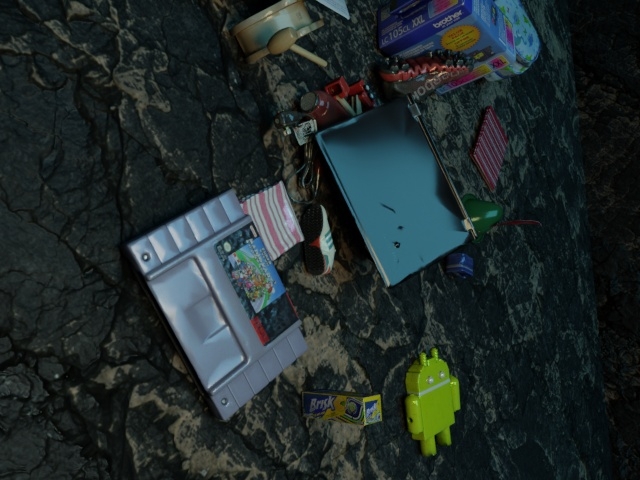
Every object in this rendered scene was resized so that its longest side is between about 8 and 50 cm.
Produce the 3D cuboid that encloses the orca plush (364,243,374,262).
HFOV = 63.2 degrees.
[{"bbox_3d":[0.177,-0.045,1.373,0.151,0.102,0.287,11,56,0],"label":"orca plush"}]

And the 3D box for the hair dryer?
[{"bbox_3d":[-0.008,-0.232,1.205,0.293,0.080,0.223,-38,131,-41],"label":"hair dryer"}]

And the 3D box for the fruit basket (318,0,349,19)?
[{"bbox_3d":[-0.095,-0.638,1.051,0.327,0.165,0.353,8,66,-47],"label":"fruit basket"}]

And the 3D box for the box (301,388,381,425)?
[{"bbox_3d":[0.039,0.339,1.065,0.059,0.169,0.054,8,77,-48],"label":"box"}]

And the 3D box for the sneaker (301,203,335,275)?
[{"bbox_3d":[0.000,0.000,1.177,0.075,0.057,0.161,11,73,-63],"label":"sneaker"}]

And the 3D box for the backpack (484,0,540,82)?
[{"bbox_3d":[0.620,-0.741,1.857,0.355,0.273,0.290,62,40,-34],"label":"backpack"}]

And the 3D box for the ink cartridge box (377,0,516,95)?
[{"bbox_3d":[0.347,-0.603,1.491,0.395,0.270,0.151,19,64,-44],"label":"ink cartridge box"}]

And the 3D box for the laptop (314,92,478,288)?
[{"bbox_3d":[0.200,-0.135,1.299,0.382,0.236,0.408,65,11,-3],"label":"laptop"}]

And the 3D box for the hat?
[{"bbox_3d":[0.595,-0.090,1.737,0.208,0.183,0.173,-24,101,-47],"label":"hat"}]

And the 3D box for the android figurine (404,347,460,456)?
[{"bbox_3d":[0.306,0.437,1.429,0.248,0.056,0.273,-1,85,-47],"label":"android figurine"}]

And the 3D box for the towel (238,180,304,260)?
[{"bbox_3d":[-0.113,-0.028,1.066,0.197,0.029,0.144,-35,109,-45],"label":"towel"}]

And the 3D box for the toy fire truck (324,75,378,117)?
[{"bbox_3d":[0.094,-0.339,1.318,0.192,0.047,0.135,55,38,-25],"label":"toy fire truck"}]

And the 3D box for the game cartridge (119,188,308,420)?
[{"bbox_3d":[-0.170,0.109,0.937,0.230,0.068,0.355,-34,109,-31],"label":"game cartridge"}]

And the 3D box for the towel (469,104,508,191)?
[{"bbox_3d":[0.631,-0.346,1.938,0.199,0.031,0.275,48,53,-34],"label":"towel"}]

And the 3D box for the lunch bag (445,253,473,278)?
[{"bbox_3d":[0.433,0.084,1.617,0.098,0.067,0.065,23,67,-45],"label":"lunch bag"}]

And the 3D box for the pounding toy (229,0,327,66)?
[{"bbox_3d":[-0.080,-0.412,1.096,0.155,0.154,0.269,62,26,-20],"label":"pounding toy"}]

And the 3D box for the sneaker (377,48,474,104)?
[{"bbox_3d":[0.293,-0.452,1.457,0.097,0.276,0.135,-110,-168,-48],"label":"sneaker"}]
